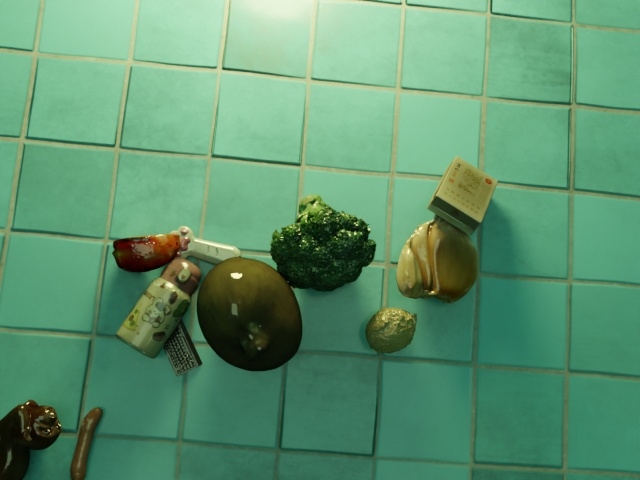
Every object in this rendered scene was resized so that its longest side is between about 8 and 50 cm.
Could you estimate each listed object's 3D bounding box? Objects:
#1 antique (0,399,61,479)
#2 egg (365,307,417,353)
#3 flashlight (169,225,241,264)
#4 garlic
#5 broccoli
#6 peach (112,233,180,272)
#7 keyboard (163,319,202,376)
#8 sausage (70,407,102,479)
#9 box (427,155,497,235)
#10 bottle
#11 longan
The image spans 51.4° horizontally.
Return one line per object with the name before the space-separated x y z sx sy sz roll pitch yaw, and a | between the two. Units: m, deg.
antique | -0.739 0.497 1.605 0.257 0.121 0.143 -44 89 -8
egg | 0.181 0.229 1.706 0.140 0.118 0.116 -28 78 -19
flashlight | -0.305 0.025 1.741 0.201 0.047 0.093 17 82 0
garlic | 0.308 0.052 1.750 0.218 0.110 0.227 12 82 -12
broccoli | 0.000 0.000 1.688 0.270 0.269 0.270 -12 52 -5
peach | -0.443 0.034 1.692 0.172 0.127 0.092 -3 86 -6
keyboard | -0.379 0.248 1.718 0.074 0.015 0.196 -25 84 -8
sausage | -0.586 0.508 1.653 0.043 0.043 0.186 13 81 -2
box | 0.377 -0.121 1.752 0.141 0.058 0.201 31 47 1
bottle | -0.395 0.161 1.665 0.121 0.120 0.253 31 77 1
longan | -0.174 0.185 1.615 0.243 0.300 0.300 -39 85 14
